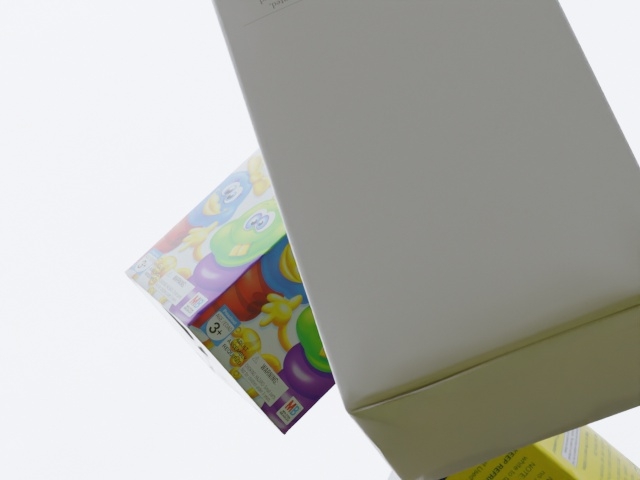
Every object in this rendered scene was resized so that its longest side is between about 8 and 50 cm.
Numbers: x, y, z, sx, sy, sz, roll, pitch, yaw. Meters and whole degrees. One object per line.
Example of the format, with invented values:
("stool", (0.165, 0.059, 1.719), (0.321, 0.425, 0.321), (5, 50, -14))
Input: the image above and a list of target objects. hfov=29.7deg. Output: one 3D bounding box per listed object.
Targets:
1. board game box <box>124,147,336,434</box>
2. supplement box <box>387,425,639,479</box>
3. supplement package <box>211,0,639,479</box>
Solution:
("board game box", (0.000, 0.000, 1.022), (0.275, 0.142, 0.144), (-44, -58, -11))
("supplement box", (0.252, 0.318, 1.251), (0.194, 0.356, 0.195), (-51, -4, 17))
("supplement package", (0.067, -0.039, 0.682), (0.175, 0.292, 0.177), (-21, -27, 4))
